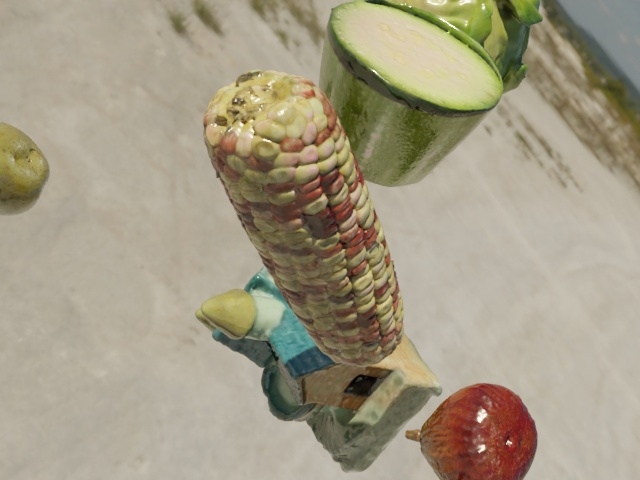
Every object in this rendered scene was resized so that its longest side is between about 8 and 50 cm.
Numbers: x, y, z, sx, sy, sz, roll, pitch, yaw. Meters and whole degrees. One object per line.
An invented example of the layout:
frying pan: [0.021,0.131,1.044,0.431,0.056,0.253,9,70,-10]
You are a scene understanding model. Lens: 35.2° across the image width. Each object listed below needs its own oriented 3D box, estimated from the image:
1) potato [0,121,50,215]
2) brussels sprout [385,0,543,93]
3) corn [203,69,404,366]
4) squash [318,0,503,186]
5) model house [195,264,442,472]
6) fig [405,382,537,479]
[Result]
potato: [-0.515,-0.102,1.544,0.157,0.194,0.157,40,42,-49]
brussels sprout: [0.206,-0.335,1.574,0.227,0.259,0.294,18,-42,52]
corn: [0.000,0.000,0.668,0.086,0.086,0.253,-104,173,-49]
squash: [0.070,-0.134,0.913,0.170,0.122,0.170,13,46,-14]
model house: [-0.054,0.144,1.332,0.325,0.194,0.267,19,27,-44]
fig: [0.145,0.193,1.029,0.153,0.119,0.119,26,-1,39]
